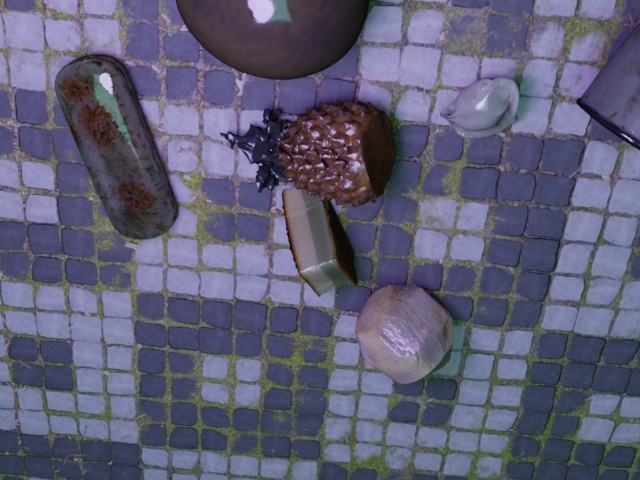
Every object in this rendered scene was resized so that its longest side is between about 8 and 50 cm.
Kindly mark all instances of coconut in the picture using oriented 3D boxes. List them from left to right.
[{"bbox_3d":[0.200,0.227,1.908,0.237,0.237,0.197,40,119,-17],"label":"coconut"}]

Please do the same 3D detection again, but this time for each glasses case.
[{"bbox_3d":[-0.438,-0.194,1.786,0.156,0.098,0.425,-9,118,14],"label":"glasses case"}]

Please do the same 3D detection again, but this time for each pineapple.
[{"bbox_3d":[-0.035,-0.183,1.721,0.357,0.223,0.223,4,121,23],"label":"pineapple"}]

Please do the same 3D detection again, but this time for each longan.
[{"bbox_3d":[-0.084,-0.467,1.495,0.361,0.361,0.361,2,119,3],"label":"longan"}]

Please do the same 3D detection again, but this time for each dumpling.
[{"bbox_3d":[0.347,-0.265,1.695,0.134,0.100,0.169,33,118,-28],"label":"dumpling"}]

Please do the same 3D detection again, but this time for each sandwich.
[{"bbox_3d":[0.000,0.000,1.863,0.108,0.220,0.186,-19,152,11],"label":"sandwich"}]

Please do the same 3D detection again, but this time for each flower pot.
[{"bbox_3d":[0.693,-0.320,1.542,0.293,0.293,0.330,25,111,-10],"label":"flower pot"}]
